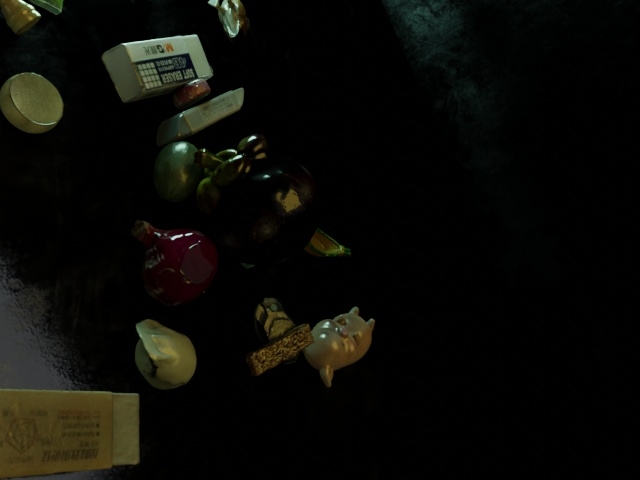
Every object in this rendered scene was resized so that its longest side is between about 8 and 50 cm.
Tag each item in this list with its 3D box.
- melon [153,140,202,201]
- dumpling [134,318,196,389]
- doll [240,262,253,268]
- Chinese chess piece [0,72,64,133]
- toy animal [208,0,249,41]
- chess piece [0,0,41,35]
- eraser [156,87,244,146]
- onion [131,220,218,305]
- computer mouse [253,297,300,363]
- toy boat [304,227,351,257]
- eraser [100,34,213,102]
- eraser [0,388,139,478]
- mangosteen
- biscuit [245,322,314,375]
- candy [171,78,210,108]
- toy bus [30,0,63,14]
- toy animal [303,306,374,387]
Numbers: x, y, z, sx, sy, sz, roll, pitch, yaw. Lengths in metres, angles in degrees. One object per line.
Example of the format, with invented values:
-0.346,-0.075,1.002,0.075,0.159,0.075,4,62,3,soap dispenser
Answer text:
-0.343,-0.170,1.530,0.114,0.114,0.168,36,50,-42,melon
-0.333,0.240,1.372,0.176,0.092,0.150,23,42,-43,dumpling
-0.201,-0.004,1.706,0.159,0.059,0.159,24,54,-51,doll
-0.584,-0.277,1.286,0.122,0.051,0.122,29,52,-44,Chinese chess piece
-0.257,-0.665,1.936,0.179,0.089,0.188,41,36,-60,toy animal
-0.641,-0.489,1.300,0.122,0.066,0.066,50,38,-21,chess piece
-0.310,-0.329,1.678,0.352,0.089,0.061,-46,116,-55,eraser
-0.332,0.032,1.440,0.218,0.139,0.195,54,43,-19,onion
-0.117,0.244,1.699,0.105,0.062,0.192,-35,102,-34,computer mouse
0.000,0.000,1.971,0.229,0.088,0.089,36,46,-41,toy boat
-0.401,-0.438,1.601,0.287,0.086,0.130,-36,106,-56,eraser
-0.475,0.337,1.118,0.343,0.078,0.144,20,59,-52,eraser
-0.141,-0.098,1.533,0.297,0.296,0.314,-18,108,-57,mangosteen
-0.103,0.282,1.644,0.199,0.034,0.064,-24,98,-32,biscuit
-0.337,-0.381,1.651,0.043,0.103,0.103,60,34,-9,candy
-0.609,-0.532,1.394,0.083,0.031,0.037,18,69,-51,toy bus
0.046,0.296,1.839,0.250,0.166,0.154,-16,131,-51,toy animal
